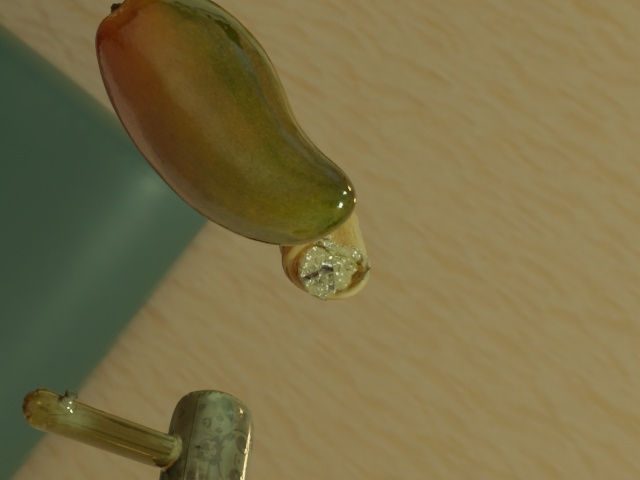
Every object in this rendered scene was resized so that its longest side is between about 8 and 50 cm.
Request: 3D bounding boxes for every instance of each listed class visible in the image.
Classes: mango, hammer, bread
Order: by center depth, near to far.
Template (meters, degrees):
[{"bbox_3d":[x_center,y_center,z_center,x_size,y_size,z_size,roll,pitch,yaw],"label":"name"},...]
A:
[{"bbox_3d":[-0.094,-0.106,1.513,0.146,0.289,0.129,-28,164,-14],"label":"mango"},{"bbox_3d":[-0.223,0.244,2.039,0.305,0.202,0.113,26,137,-24],"label":"hammer"},{"bbox_3d":[0.000,0.000,2.098,0.119,0.177,0.084,30,121,-29],"label":"bread"}]
